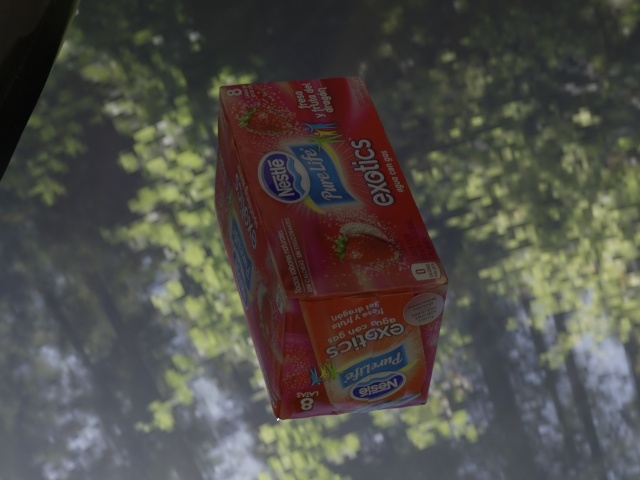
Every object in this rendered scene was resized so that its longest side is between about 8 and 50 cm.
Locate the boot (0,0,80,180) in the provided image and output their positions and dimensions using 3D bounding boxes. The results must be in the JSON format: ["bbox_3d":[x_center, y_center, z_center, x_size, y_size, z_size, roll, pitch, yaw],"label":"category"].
[{"bbox_3d":[-0.317,-0.146,1.245,0.367,0.146,0.445,12,-105,49],"label":"boot"}]

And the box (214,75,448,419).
[{"bbox_3d":[0.000,0.000,1.311,0.123,0.128,0.257,-6,-138,-13],"label":"box"}]
